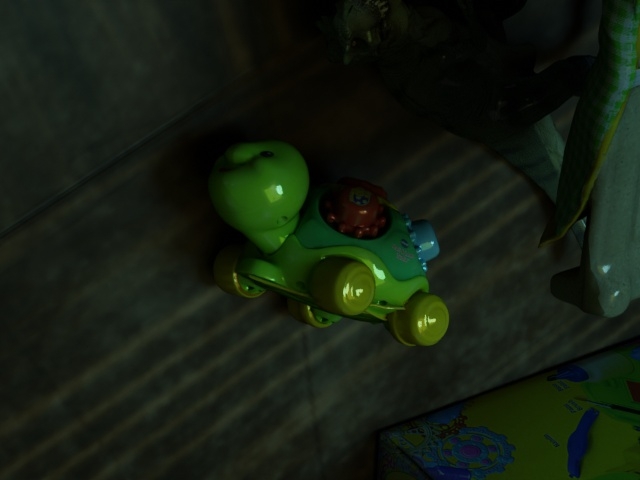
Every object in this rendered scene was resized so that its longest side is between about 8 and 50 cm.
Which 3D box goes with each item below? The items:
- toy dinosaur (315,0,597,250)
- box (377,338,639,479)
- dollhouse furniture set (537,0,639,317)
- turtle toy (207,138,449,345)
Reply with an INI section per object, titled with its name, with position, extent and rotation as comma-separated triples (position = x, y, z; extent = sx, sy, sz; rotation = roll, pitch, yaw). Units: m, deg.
[toy dinosaur]
position = 0.096, -0.084, 0.763
extent = 0.118, 0.064, 0.268
rotation = -51, 136, 5
[box]
position = 0.219, 0.199, 0.849
extent = 0.279, 0.290, 0.177
rotation = -16, 124, -25
[dollhouse furniture set]
position = 0.188, -0.111, 0.694
extent = 0.302, 0.151, 0.197
rotation = -17, 125, -29
[turtle toy]
position = 0.000, 0.000, 0.729
extent = 0.130, 0.095, 0.066
rotation = 26, 78, -41
